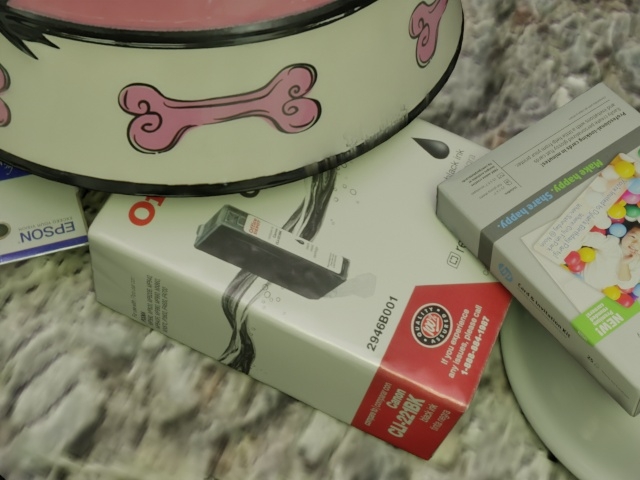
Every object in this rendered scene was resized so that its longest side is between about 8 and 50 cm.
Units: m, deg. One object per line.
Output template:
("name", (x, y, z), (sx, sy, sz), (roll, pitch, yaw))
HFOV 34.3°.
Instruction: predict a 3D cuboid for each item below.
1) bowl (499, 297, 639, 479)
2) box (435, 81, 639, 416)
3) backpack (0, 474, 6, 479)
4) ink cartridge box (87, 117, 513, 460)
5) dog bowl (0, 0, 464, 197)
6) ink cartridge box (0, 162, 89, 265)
("bowl", (0.283, 0.045, 0.723), (0.298, 0.134, 0.298), (1, 55, -1))
("box", (0.186, -0.002, 0.652), (0.145, 0.038, 0.186), (-32, 60, -15))
("backpack", (-0.227, 0.220, 0.475), (0.355, 0.273, 0.290), (63, 25, -17))
("ink cartridge box", (0.000, 0.000, 0.739), (0.273, 0.114, 0.197), (24, 61, 6))
("dog bowl", (-0.095, -0.224, 0.711), (0.408, 0.150, 0.408), (2, 48, -2))
("ink cartridge box", (-0.287, -0.106, 0.782), (0.165, 0.065, 0.332), (-13, 64, -15))
